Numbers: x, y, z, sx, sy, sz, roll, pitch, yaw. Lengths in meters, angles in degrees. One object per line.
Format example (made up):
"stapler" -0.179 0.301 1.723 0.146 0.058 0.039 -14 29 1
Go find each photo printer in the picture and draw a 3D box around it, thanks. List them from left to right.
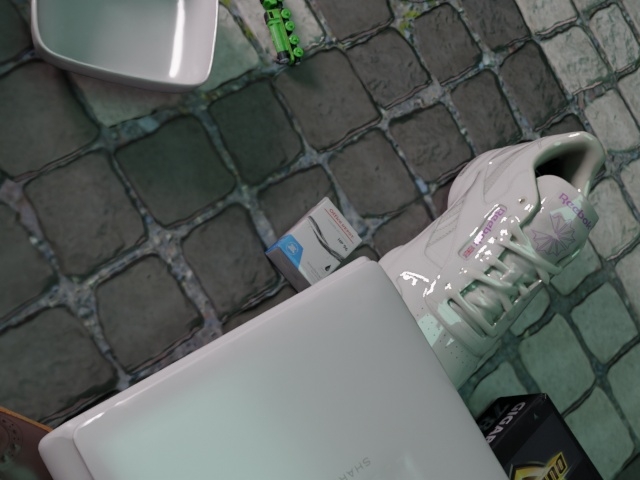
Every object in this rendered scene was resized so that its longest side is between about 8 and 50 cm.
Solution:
"photo printer" 0.007 0.196 0.520 0.256 0.107 0.307 -27 85 -30

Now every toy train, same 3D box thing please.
"toy train" -0.037 -0.196 0.726 0.023 0.017 0.083 -15 84 -21

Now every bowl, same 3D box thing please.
"bowl" -0.155 -0.184 0.636 0.142 0.053 0.142 9 73 -27

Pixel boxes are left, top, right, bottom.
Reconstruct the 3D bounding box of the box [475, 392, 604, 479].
"box" 0.160 0.329 0.660 0.295 0.073 0.293 -36 94 -31

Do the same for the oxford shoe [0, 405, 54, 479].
"oxford shoe" -0.265 0.125 0.463 0.271 0.098 0.097 15 69 -25

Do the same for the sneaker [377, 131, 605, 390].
"sneaker" 0.140 0.013 0.688 0.114 0.152 0.305 42 62 -15

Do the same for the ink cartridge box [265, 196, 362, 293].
"ink cartridge box" 0.000 0.000 0.685 0.048 0.028 0.083 50 59 -8
